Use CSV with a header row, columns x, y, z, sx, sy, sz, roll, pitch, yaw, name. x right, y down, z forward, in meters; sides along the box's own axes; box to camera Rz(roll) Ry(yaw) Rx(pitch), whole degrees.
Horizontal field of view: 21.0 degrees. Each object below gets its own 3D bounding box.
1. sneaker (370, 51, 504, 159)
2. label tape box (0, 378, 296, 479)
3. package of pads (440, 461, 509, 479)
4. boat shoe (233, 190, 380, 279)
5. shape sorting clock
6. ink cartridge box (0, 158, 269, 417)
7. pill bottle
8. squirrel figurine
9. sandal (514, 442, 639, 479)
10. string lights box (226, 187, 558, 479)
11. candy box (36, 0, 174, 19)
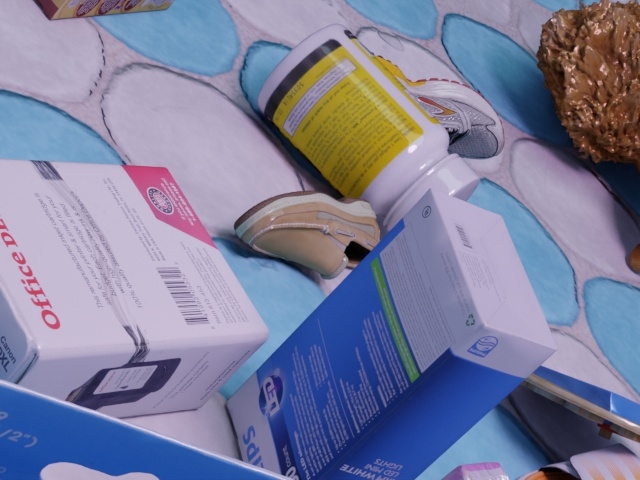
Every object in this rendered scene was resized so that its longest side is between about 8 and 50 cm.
x,y,z,sx,sy,sz,roll,pitch,yaw,name
0.099,-0.119,1.817,0.225,0.088,0.092,14,47,-30,sneaker
-0.152,0.228,0.764,0.249,0.347,0.115,23,35,-31,label tape box
0.107,0.209,1.381,0.050,0.083,0.032,5,52,-43,package of pads
0.000,0.000,1.548,0.190,0.068,0.072,-2,64,-52,boat shoe
0.270,0.164,1.604,0.206,0.040,0.206,23,-3,1,shape sorting clock
-0.178,0.036,1.239,0.237,0.100,0.172,0,51,-52,ink cartridge box
0.048,-0.099,1.670,0.208,0.119,0.119,47,29,11,pill bottle
0.420,-0.126,2.091,0.397,0.281,0.370,28,40,1,squirrel figurine
0.281,0.225,1.543,0.265,0.076,0.102,1,46,-34,sandal
0.043,0.100,1.262,0.077,0.259,0.133,19,38,-35,string lights box
-0.217,-0.270,1.645,0.109,0.053,0.187,51,31,12,candy box
